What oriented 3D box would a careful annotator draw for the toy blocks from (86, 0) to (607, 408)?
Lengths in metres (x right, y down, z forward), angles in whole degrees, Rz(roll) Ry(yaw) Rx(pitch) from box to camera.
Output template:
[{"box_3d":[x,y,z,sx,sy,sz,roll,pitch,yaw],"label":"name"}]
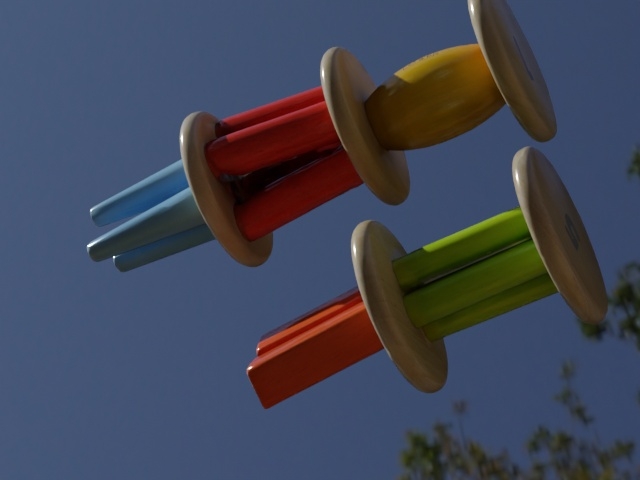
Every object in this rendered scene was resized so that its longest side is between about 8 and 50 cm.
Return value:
[{"box_3d":[0.000,0.000,0.586,0.148,0.123,0.054,-24,-42,17],"label":"toy blocks"}]
